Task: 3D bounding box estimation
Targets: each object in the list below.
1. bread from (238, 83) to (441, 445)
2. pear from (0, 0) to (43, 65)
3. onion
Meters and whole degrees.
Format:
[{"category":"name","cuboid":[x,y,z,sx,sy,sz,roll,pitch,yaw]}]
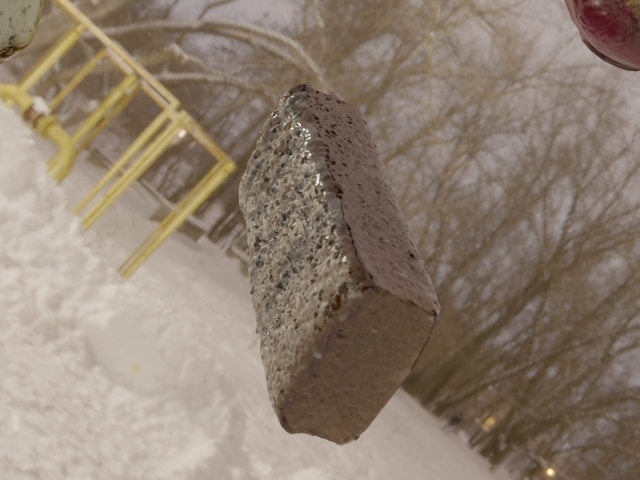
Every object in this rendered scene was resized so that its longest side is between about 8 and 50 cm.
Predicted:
[{"category":"bread","cuboid":[0.000,0.000,0.912,0.113,0.165,0.416,19,25,-19]},{"category":"pear","cuboid":[-0.199,-0.145,0.453,0.141,0.104,0.141,-5,90,-84]},{"category":"onion","cuboid":[0.284,-0.215,0.801,0.173,0.135,0.198,36,29,14]}]
